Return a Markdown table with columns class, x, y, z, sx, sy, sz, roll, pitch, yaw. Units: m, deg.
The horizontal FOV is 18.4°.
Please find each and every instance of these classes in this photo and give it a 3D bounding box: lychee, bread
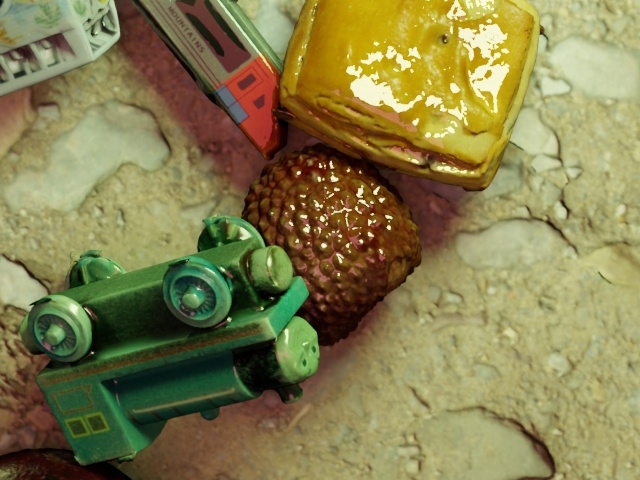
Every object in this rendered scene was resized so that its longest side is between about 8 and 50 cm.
| class | x | y | z | sx | sy | sz | roll | pitch | yaw |
| --- | --- | --- | --- | --- | --- | --- | --- | --- | --- |
| lychee | 0.000 | 0.000 | 1.942 | 0.188 | 0.188 | 0.188 | 1 | 98 | 8 |
| bread | 0.084 | -0.172 | 1.906 | 0.235 | 0.099 | 0.211 | 17 | 68 | 4 |

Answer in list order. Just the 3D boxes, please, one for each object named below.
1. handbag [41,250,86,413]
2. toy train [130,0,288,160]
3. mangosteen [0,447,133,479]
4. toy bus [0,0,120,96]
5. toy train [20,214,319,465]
| class | x | y | z | sx | sy | sz | roll | pitch | yaw |
| --- | --- | --- | --- | --- | --- | --- | --- | --- | --- |
| handbag | -0.219 | 0.103 | 2.030 | 0.117 | 0.095 | 0.173 | 11 | 102 | 3 |
| toy train | -0.147 | -0.263 | 1.974 | 0.089 | 0.086 | 0.409 | -38 | 91 | 9 |
| mangosteen | -0.293 | 0.353 | 1.976 | 0.297 | 0.293 | 0.297 | 0 | 91 | 31 |
| toy bus | -0.363 | -0.201 | 1.972 | 0.329 | 0.109 | 0.136 | -16 | 111 | 26 |
| toy train | -0.142 | 0.098 | 1.890 | 0.298 | 0.120 | 0.194 | -15 | 109 | 29 |
